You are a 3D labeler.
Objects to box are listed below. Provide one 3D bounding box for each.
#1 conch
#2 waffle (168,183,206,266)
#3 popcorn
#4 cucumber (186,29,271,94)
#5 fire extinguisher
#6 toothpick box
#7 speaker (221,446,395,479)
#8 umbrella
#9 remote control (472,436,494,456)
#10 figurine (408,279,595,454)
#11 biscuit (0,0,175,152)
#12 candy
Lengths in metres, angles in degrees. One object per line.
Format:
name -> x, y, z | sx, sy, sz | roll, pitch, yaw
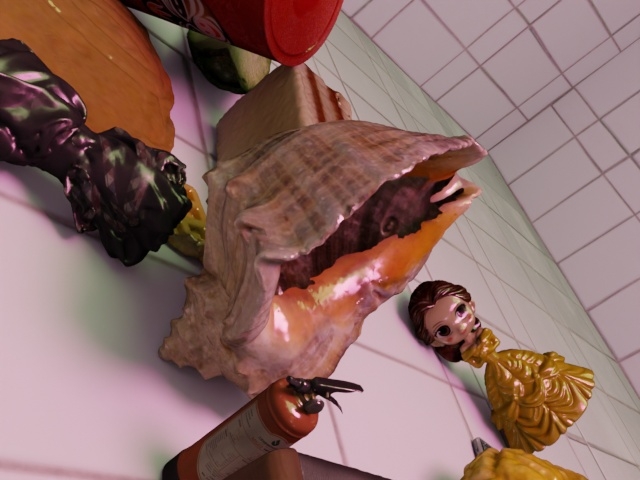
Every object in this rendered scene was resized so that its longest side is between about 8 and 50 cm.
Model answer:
conch -> -0.014, -0.011, 0.616 | 0.210, 0.352, 0.297 | 39, -15, 11
waffle -> -0.196, -0.031, 0.696 | 0.191, 0.032, 0.125 | 15, 45, -53
popcorn -> 0.250, 0.364, 0.797 | 0.201, 0.226, 0.203 | 17, 71, -1
cucumber -> -0.157, -0.324, 1.111 | 0.325, 0.105, 0.145 | -89, 163, -56
fire extinguisher -> -0.048, 0.151, 0.505 | 0.062, 0.177, 0.050 | 37, 26, -30
toothpick box -> -0.151, -0.386, 0.892 | 0.333, 0.204, 0.204 | 27, 15, 21
speaker -> -0.012, 0.273, 0.376 | 0.153, 0.193, 0.230 | 33, 30, -40
umbrella -> -0.244, -0.092, 0.596 | 0.272, 0.122, 0.110 | 37, -12, -19
remote control -> 0.285, 0.359, 1.034 | 0.124, 0.018, 0.053 | 41, 24, -25
figurine -> 0.280, 0.191, 1.110 | 0.315, 0.187, 0.168 | 41, 28, -3
biscuit -> -0.300, -0.239, 0.768 | 0.312, 0.057, 0.351 | 37, 27, -35
candy -> -0.041, -0.097, 0.883 | 0.135, 0.179, 0.320 | 36, 27, -33
